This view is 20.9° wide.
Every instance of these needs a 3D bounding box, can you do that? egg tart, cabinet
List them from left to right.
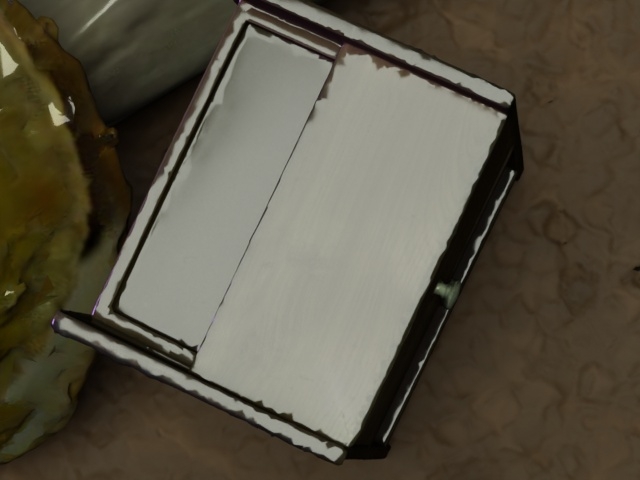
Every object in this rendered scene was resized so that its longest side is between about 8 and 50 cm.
[{"bbox_3d":[-0.261,-0.003,0.832,0.345,0.132,0.345,6,115,14],"label":"egg tart"},{"bbox_3d":[0.000,0.000,0.821,0.148,0.215,0.174,25,87,10],"label":"cabinet"}]

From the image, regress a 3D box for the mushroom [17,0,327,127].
[{"bbox_3d":[-0.002,-0.201,0.883,0.407,0.137,0.154,-29,45,5],"label":"mushroom"}]
